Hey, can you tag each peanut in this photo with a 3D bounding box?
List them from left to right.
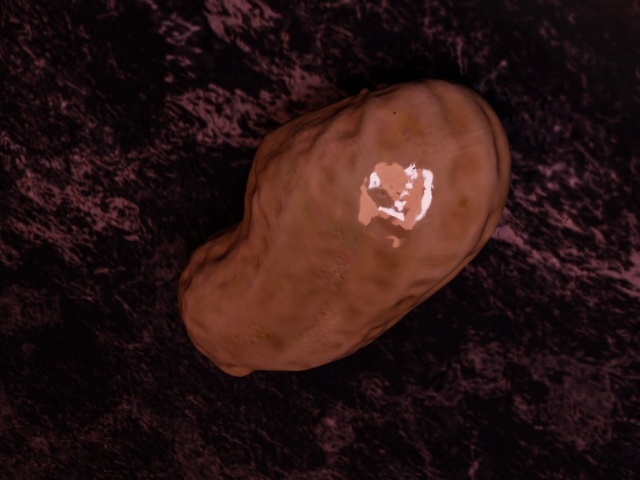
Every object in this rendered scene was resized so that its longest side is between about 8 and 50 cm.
[{"bbox_3d":[0.000,0.000,0.865,0.192,0.169,0.387,51,129,4],"label":"peanut"}]
